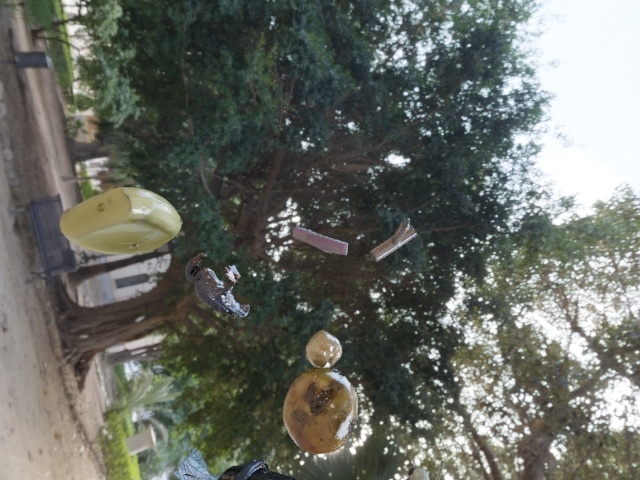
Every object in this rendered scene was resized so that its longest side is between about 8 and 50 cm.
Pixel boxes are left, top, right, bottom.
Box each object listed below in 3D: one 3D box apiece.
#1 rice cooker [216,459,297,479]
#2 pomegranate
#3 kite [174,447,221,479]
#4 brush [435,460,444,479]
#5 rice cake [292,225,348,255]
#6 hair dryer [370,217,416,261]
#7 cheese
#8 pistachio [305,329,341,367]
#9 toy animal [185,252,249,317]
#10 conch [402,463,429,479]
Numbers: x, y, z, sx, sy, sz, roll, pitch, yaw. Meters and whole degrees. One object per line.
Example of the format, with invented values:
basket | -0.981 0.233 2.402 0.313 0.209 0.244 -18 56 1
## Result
rice cooker | -0.132 0.632 0.886 0.224 0.267 0.267 6 -70 22
pomegranate | 0.000 0.669 1.645 0.322 0.322 0.322 33 -51 53
kite | -0.314 0.679 1.178 0.012 0.250 0.229 -54 -136 0
brush | 0.443 0.861 1.533 0.016 0.084 0.013 -5 -48 44
rice cake | 0.000 0.000 1.326 0.206 0.036 0.047 21 -63 27
hair dryer | 0.284 -0.010 1.560 0.054 0.195 0.220 56 -6 15
cheese | -0.519 -0.042 1.145 0.316 0.259 0.128 35 41 -77
pistachio | 0.005 0.468 1.793 0.229 0.157 0.157 137 -63 -71
toy animal | -0.396 0.182 1.607 0.298 0.185 0.122 58 13 -13
conch | 0.154 0.608 0.832 0.149 0.275 0.183 44 -5 24
